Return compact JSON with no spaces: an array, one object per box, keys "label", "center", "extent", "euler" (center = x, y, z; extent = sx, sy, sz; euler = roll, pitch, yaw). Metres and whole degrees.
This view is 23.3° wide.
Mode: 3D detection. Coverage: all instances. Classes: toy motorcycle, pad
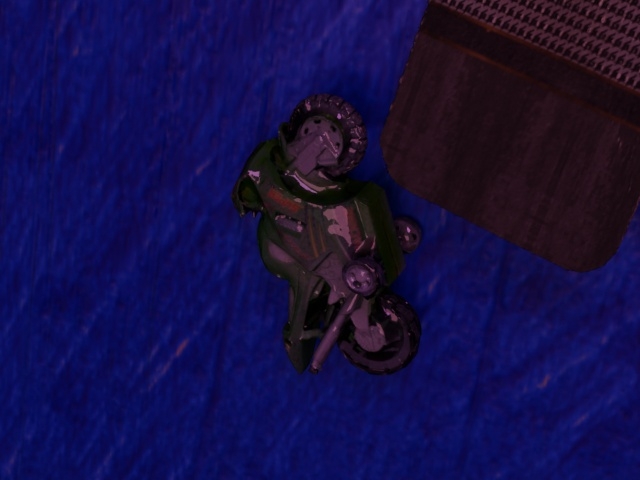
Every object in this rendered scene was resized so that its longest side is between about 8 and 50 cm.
[{"label":"toy motorcycle","center":[0.000,0.000,0.978],"extent":[0.106,0.074,0.190],"euler":[-4,113,29]},{"label":"pad","center":[0.182,-0.082,0.816],"extent":[0.323,0.055,0.250],"euler":[37,115,43]}]

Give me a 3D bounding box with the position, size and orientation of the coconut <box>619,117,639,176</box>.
[{"label":"coconut","center":[0.212,-0.056,0.878],"extent":[0.083,0.081,0.082],"euler":[17,111,6]}]
